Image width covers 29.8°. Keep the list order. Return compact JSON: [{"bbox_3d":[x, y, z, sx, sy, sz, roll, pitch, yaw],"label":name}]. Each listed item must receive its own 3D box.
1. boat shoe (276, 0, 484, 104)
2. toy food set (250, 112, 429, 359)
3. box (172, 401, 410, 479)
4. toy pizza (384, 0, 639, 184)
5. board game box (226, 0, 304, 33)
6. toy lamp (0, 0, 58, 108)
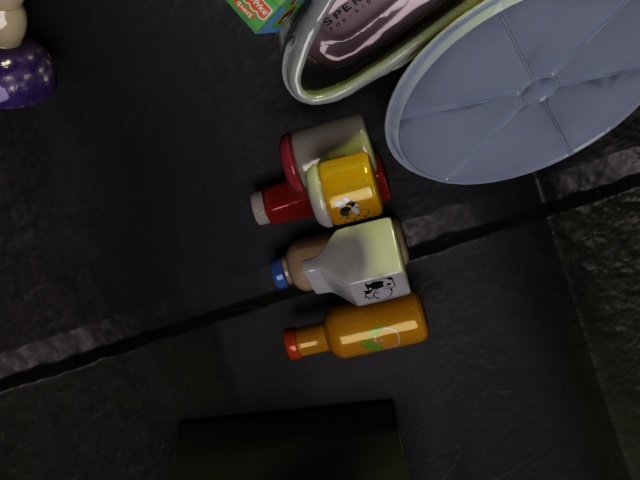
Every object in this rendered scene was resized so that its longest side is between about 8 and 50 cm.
[{"bbox_3d":[0.098,-0.199,0.694,0.320,0.103,0.118,-36,118,20],"label":"boat shoe"},{"bbox_3d":[0.000,0.000,0.810,0.105,0.111,0.232,-14,155,7],"label":"toy food set"},{"bbox_3d":[-0.014,0.270,1.008,0.184,0.103,0.261,-7,125,-1],"label":"box"},{"bbox_3d":[0.132,-0.106,0.763,0.201,0.032,0.201,-16,150,-10],"label":"toy pizza"},{"bbox_3d":[-0.014,-0.244,0.656,0.160,0.039,0.211,48,113,5],"label":"board game box"},{"bbox_3d":[-0.182,-0.213,0.691,0.080,0.080,0.274,7,126,-8],"label":"toy lamp"}]
